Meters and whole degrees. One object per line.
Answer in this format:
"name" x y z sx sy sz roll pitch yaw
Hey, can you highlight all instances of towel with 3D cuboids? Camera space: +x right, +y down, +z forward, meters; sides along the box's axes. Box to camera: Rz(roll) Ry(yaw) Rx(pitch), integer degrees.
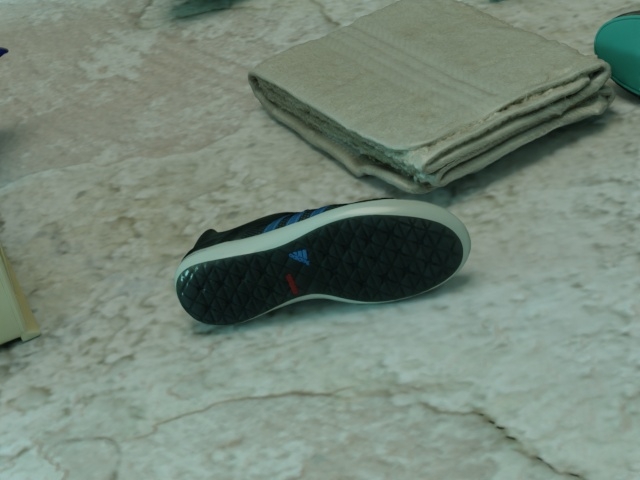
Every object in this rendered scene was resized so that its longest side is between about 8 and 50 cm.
"towel" 0.081 -0.119 1.420 0.187 0.049 0.282 -25 29 -17

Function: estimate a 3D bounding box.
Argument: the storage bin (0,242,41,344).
"storage bin" -0.366 0.014 1.338 0.262 0.123 0.260 -22 30 -10

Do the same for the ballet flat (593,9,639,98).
"ballet flat" 0.286 -0.126 1.318 0.074 0.074 0.203 -31 27 -25

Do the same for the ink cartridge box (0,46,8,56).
"ink cartridge box" -0.409 -0.109 1.432 0.175 0.069 0.371 -33 -15 23

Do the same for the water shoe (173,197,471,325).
"water shoe" 0.000 0.000 1.229 0.203 0.073 0.080 -9 28 11
